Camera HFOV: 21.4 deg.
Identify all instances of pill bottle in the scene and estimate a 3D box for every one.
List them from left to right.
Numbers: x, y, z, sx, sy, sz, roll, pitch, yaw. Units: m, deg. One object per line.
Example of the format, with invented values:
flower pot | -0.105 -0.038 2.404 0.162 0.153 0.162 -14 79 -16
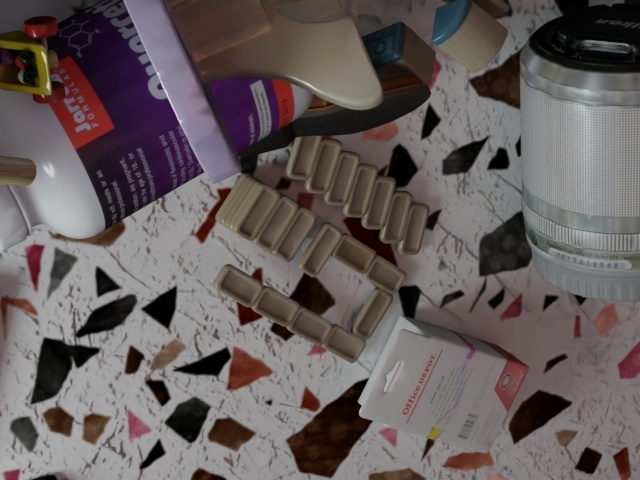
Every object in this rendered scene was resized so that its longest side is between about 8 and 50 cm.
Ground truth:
pill bottle | -0.177 -0.122 1.517 0.323 0.181 0.181 -31 123 -16

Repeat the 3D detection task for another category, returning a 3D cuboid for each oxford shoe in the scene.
oxford shoe | 0.002 -0.142 1.654 0.212 0.076 0.076 -10 160 -7

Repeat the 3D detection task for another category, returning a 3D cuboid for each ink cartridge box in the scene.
ink cartridge box | 0.124 0.157 1.886 0.198 0.067 0.115 20 99 -37

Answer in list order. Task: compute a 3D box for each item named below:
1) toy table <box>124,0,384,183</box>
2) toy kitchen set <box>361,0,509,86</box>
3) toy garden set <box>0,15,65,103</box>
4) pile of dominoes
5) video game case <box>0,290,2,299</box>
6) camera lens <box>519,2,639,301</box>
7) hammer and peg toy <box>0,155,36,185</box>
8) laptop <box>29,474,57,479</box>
toy table | -0.070 -0.201 1.348 0.160 0.252 0.274 -23 92 1
toy kitchen set | 0.093 -0.269 1.688 0.122 0.166 0.207 32 56 -37
toy garden set | -0.313 -0.215 1.377 0.049 0.244 0.204 -49 141 -58
pile of dominoes | 0.000 0.000 1.778 0.251 0.040 0.196 32 90 -44
video game case | -0.407 0.132 1.592 0.183 0.023 0.201 4 109 -32
camera lens | 0.322 -0.100 1.796 0.219 0.219 0.274 -16 118 -24
hammer and peg toy | -0.401 -0.020 1.329 0.266 0.361 0.127 10 85 -34
laptop | -0.363 0.398 1.739 0.234 0.136 0.264 -16 92 -24
